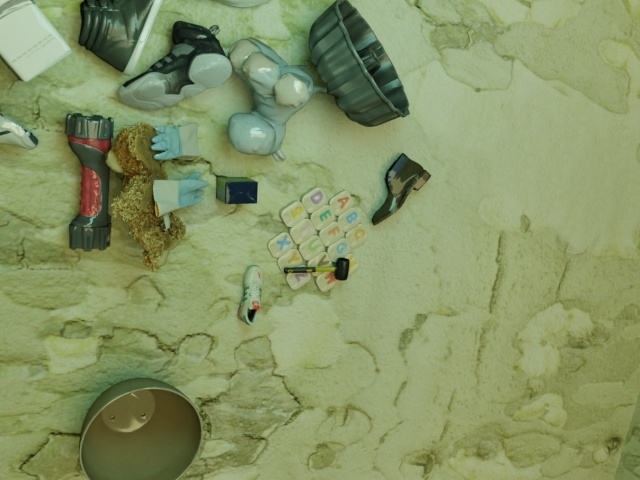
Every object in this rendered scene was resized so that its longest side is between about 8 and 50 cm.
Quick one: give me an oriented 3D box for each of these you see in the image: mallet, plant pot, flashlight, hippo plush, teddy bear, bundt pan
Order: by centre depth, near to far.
[{"bbox_3d":[-0.522,-0.128,1.474,0.103,0.103,0.303,8,102,-2],"label":"flashlight"},{"bbox_3d":[-0.398,-0.093,1.476,0.113,0.245,0.337,-1,134,15],"label":"teddy bear"},{"bbox_3d":[-0.144,-0.330,1.580,0.234,0.294,0.236,37,110,6],"label":"hippo plush"},{"bbox_3d":[0.083,-0.419,1.610,0.124,0.330,0.331,-27,122,23],"label":"bundt pan"},{"bbox_3d":[-0.453,0.452,1.615,0.284,0.191,0.283,-7,107,-25],"label":"plant pot"},{"bbox_3d":[-0.009,0.089,1.816,0.190,0.039,0.062,-8,111,-18],"label":"mallet"}]

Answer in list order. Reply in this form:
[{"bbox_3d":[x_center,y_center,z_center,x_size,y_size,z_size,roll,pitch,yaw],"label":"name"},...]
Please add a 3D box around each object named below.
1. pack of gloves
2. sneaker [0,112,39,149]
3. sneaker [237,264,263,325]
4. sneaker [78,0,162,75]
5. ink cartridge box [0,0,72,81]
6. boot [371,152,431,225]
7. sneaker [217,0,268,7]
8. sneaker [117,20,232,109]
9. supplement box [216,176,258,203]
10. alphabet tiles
[{"bbox_3d":[-0.309,-0.168,1.504,0.046,0.232,0.194,1,102,16],"label":"pack of gloves"},{"bbox_3d":[-0.721,-0.205,1.352,0.235,0.094,0.153,25,93,-30],"label":"sneaker"},{"bbox_3d":[-0.175,0.149,1.742,0.057,0.075,0.161,8,100,-29],"label":"sneaker"},{"bbox_3d":[-0.426,-0.520,1.411,0.147,0.105,0.295,20,93,-28],"label":"sneaker"},{"bbox_3d":[-0.625,-0.449,1.272,0.115,0.198,0.272,-41,118,-12],"label":"ink cartridge box"},{"bbox_3d":[0.202,-0.147,1.871,0.219,0.082,0.106,-44,97,-5],"label":"boot"},{"bbox_3d":[-0.201,-0.590,1.499,0.290,0.123,0.105,-12,107,-26],"label":"sneaker"},{"bbox_3d":[-0.336,-0.401,1.494,0.269,0.153,0.101,-16,157,9],"label":"sneaker"},{"bbox_3d":[-0.210,-0.126,1.643,0.083,0.083,0.056,-3,105,-27],"label":"supplement box"},{"bbox_3d":[0.000,0.000,1.823,0.278,0.021,0.284,-34,116,-15],"label":"alphabet tiles"}]
